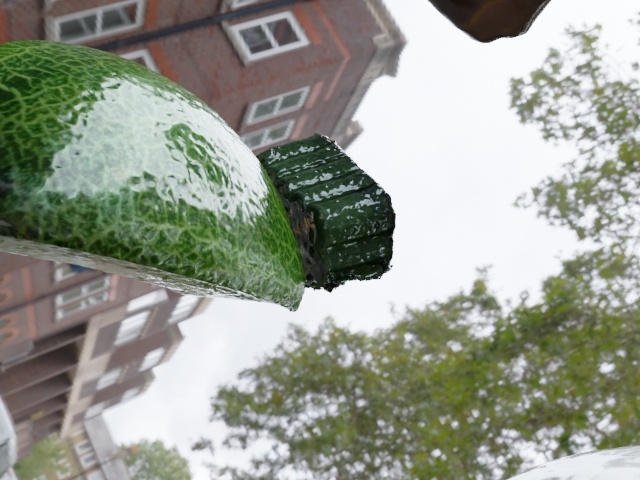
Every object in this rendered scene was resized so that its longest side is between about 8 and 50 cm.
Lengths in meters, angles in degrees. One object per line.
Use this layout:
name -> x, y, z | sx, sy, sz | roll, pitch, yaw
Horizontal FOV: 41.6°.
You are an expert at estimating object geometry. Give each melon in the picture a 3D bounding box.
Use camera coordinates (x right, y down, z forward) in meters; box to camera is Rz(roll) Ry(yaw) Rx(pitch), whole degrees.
melon -> -0.190, -0.045, 0.769 | 0.331, 0.226, 0.343 | 60, 8, 10

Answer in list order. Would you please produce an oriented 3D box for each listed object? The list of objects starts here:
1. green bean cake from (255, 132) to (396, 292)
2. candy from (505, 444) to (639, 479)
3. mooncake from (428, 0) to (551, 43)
green bean cake -> 0.000, 0.000, 0.977 | 0.208, 0.107, 0.193 | 45, -38, 49
candy -> 0.275, 0.211, 0.363 | 0.386, 0.427, 0.186 | 17, -99, 57
mooncake -> 0.233, -0.403, 0.992 | 0.174, 0.326, 0.333 | 152, -67, -62
